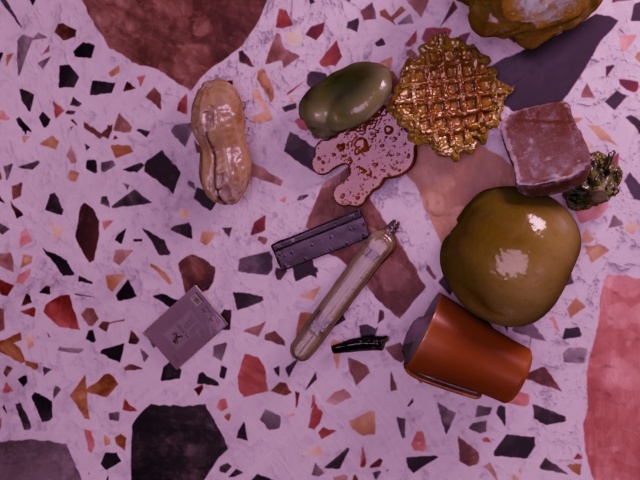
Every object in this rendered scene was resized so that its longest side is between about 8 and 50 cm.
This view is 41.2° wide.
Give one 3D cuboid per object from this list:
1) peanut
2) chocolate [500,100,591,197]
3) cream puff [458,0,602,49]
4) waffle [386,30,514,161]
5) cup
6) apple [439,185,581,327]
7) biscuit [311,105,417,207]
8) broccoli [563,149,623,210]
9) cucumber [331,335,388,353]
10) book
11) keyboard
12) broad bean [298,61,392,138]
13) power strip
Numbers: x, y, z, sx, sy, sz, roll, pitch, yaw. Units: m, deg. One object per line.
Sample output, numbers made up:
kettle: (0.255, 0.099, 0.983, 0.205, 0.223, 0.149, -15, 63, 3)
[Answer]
peanut: (-0.227, -0.224, 1.947, 0.130, 0.130, 0.290, -8, 95, 13)
chocolate: (0.465, -0.175, 1.766, 0.157, 0.254, 0.080, -11, 133, 9)
cream puff: (0.429, -0.551, 1.743, 0.323, 0.270, 0.274, -35, 121, 13)
waffle: (0.278, -0.309, 1.841, 0.245, 0.052, 0.254, 34, 87, -3)
cup: (0.306, 0.255, 1.862, 0.264, 0.182, 0.226, 26, 133, 3)
apple: (0.392, 0.031, 1.776, 0.258, 0.233, 0.295, 31, 99, 4)
biscuit: (0.125, -0.210, 1.912, 0.295, 0.044, 0.186, -33, 90, 11)
broccoli: (0.568, -0.121, 1.785, 0.131, 0.120, 0.130, -9, 124, 9)
cucumber: (0.090, 0.238, 1.961, 0.135, 0.033, 0.034, -3, 56, 12)
book: (-0.326, 0.210, 2.058, 0.182, 0.014, 0.127, -42, 85, 12)
keyboard: (0.000, 0.000, 1.968, 0.231, 0.023, 0.072, -22, 97, 13)
broad bean: (0.055, -0.312, 1.875, 0.228, 0.100, 0.169, -10, 54, 24)
power strip: (0.062, 0.112, 1.927, 0.066, 0.092, 0.387, 36, 101, 6)
